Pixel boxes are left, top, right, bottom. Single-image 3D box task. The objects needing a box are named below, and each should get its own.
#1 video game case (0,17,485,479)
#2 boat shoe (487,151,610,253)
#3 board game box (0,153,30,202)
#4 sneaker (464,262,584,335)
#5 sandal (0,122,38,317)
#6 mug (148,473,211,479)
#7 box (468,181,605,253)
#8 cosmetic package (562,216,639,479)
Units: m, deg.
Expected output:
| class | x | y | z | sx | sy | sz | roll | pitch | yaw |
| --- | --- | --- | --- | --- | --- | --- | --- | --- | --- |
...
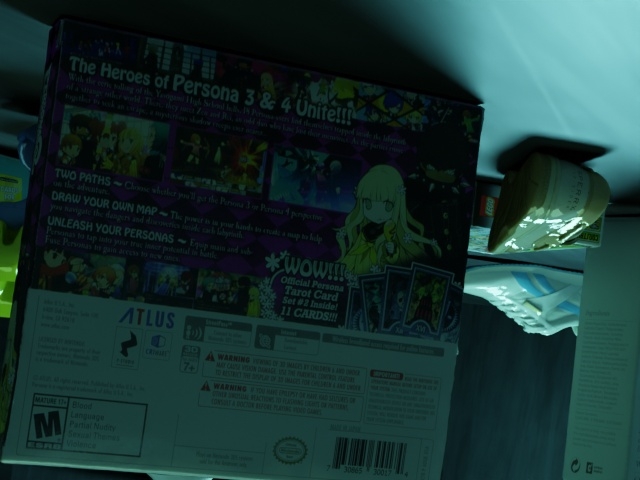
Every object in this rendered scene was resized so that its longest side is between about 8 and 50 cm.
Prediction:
| class | x | y | z | sx | sy | sz | roll | pitch | yaw |
| --- | --- | --- | --- | --- | --- | --- | --- | --- | --- |
| video game case | -0.035 | 0.015 | 0.639 | 0.232 | 0.210 | 0.042 | 8 | 176 | -22 |
| boat shoe | 0.153 | -0.018 | 0.862 | 0.059 | 0.063 | 0.170 | 13 | 175 | -1 |
| board game box | -0.266 | 0.000 | 1.300 | 0.336 | 0.079 | 0.253 | 15 | 164 | -32 |
| sneaker | 0.287 | 0.080 | 1.738 | 0.228 | 0.092 | 0.087 | 9 | 177 | -13 |
| sandal | -0.102 | -0.018 | 0.904 | 0.317 | 0.138 | 0.126 | 6 | 152 | -12 |
| mug | -0.171 | 0.128 | 1.778 | 0.276 | 0.328 | 0.374 | -42 | 177 | 42 |
| box | 0.142 | -0.016 | 1.079 | 0.114 | 0.036 | 0.207 | 9 | 176 | -15 |
| cosmetic package | 0.285 | 0.101 | 1.082 | 0.117 | 0.231 | 0.085 | 9 | 176 | -29 |
